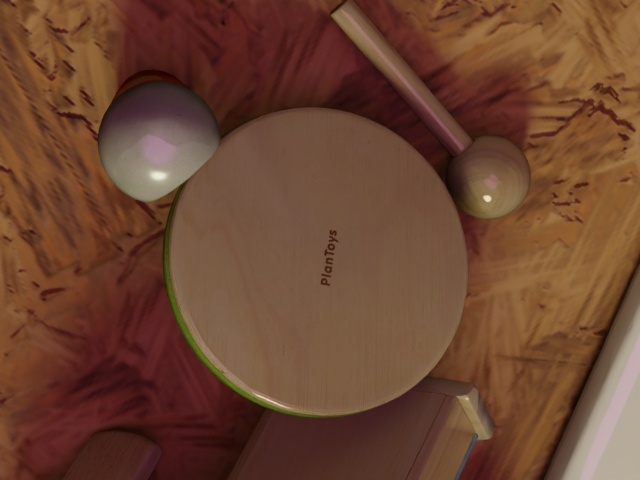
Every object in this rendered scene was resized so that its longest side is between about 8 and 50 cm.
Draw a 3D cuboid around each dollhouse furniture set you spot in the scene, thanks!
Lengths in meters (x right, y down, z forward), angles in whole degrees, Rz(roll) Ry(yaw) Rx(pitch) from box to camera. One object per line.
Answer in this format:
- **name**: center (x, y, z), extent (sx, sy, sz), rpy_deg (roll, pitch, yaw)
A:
- **dollhouse furniture set**: center (0.007, 0.247, 1.039), extent (0.286, 0.198, 0.303), rpy_deg (6, 140, 33)

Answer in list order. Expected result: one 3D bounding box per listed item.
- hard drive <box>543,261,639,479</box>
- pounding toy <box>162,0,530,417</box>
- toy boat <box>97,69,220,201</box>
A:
- **hard drive**: center (0.266, 0.179, 1.072), extent (0.233, 0.047, 0.353), rpy_deg (19, 103, -11)
- **pounding toy**: center (0.000, 0.000, 0.976), extent (0.183, 0.110, 0.237), rpy_deg (39, 70, -7)
- **toy boat**: center (-0.067, -0.184, 0.878), extent (0.268, 0.148, 0.318), rpy_deg (9, 103, -10)
